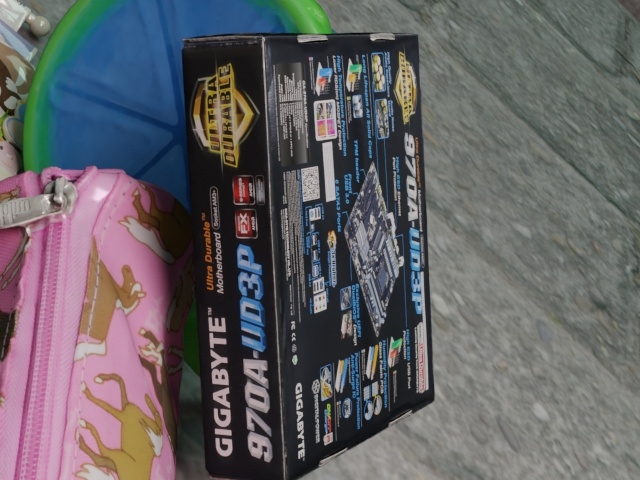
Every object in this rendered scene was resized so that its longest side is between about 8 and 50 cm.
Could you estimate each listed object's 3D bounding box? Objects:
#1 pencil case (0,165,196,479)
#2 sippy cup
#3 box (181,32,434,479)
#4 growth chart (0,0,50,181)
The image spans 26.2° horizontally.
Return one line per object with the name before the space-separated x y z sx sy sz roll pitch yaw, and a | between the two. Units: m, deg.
pencil case | -0.132 0.135 0.637 0.167 0.160 0.386 43 29 -36
sippy cup | -0.044 -0.064 0.947 0.240 0.305 0.224 28 10 25
box | 0.000 0.000 0.728 0.175 0.051 0.220 -17 106 -60
growth chart | -0.254 -0.123 0.932 0.172 0.021 0.237 33 33 -24
